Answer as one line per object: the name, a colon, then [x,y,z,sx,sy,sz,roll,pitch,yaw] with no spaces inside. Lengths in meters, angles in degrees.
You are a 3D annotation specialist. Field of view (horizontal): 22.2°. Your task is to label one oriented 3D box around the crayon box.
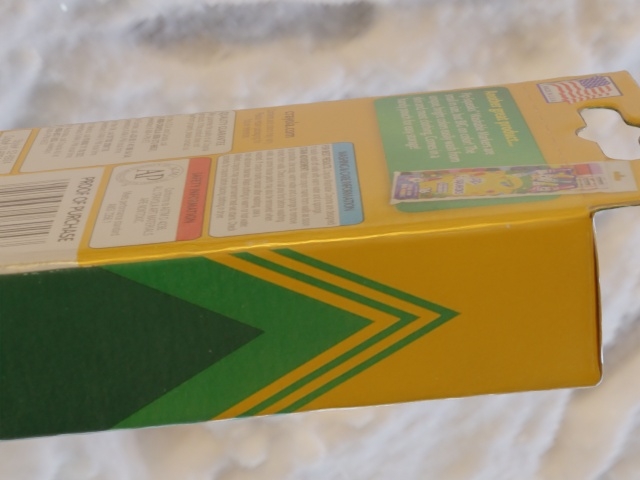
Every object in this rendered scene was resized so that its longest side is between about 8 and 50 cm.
crayon box: [0.000,0.000,0.737,0.322,0.203,0.083,-6,110,1]
